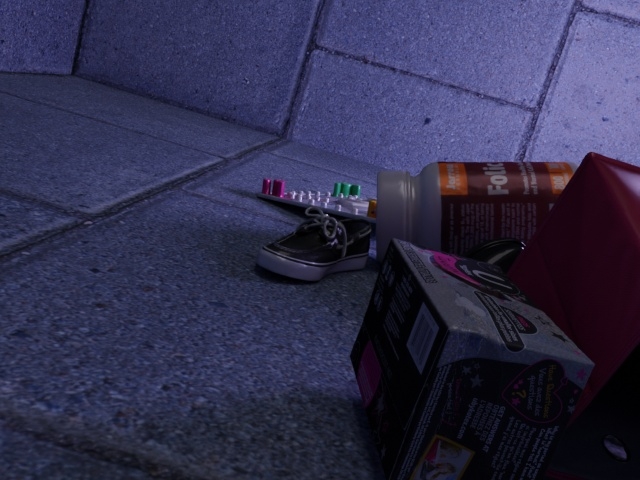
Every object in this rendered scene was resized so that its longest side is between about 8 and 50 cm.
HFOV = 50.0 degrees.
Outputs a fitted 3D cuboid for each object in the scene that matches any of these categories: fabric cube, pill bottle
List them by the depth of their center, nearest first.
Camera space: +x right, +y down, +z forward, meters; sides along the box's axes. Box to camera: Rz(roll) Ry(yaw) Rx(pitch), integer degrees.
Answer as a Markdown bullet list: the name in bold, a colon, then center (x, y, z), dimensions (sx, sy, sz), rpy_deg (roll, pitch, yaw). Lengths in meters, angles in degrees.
- **fabric cube**: center (0.372, 0.101, 0.761), dimensions (0.254, 0.259, 0.258), rpy_deg (15, 36, -11)
- **pill bottle**: center (0.308, -0.045, 1.362), dimensions (0.393, 0.223, 0.224), rpy_deg (0, 13, 5)

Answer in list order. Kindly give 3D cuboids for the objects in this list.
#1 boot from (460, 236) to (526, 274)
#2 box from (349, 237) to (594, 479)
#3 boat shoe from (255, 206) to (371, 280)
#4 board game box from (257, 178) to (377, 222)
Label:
- **boot**: center (0.265, 0.091, 1.065), dimensions (0.247, 0.094, 0.207), rpy_deg (-19, 24, -13)
- **box**: center (0.135, 0.118, 0.689), dimensions (0.142, 0.163, 0.247), rpy_deg (15, 15, -11)
- **boat shoe**: center (0.004, 0.002, 1.214), dimensions (0.113, 0.104, 0.306), rpy_deg (26, 16, 34)
- **board game box**: center (0.108, -0.100, 1.732), dimensions (0.390, 0.050, 0.390), rpy_deg (15, 11, 34)
